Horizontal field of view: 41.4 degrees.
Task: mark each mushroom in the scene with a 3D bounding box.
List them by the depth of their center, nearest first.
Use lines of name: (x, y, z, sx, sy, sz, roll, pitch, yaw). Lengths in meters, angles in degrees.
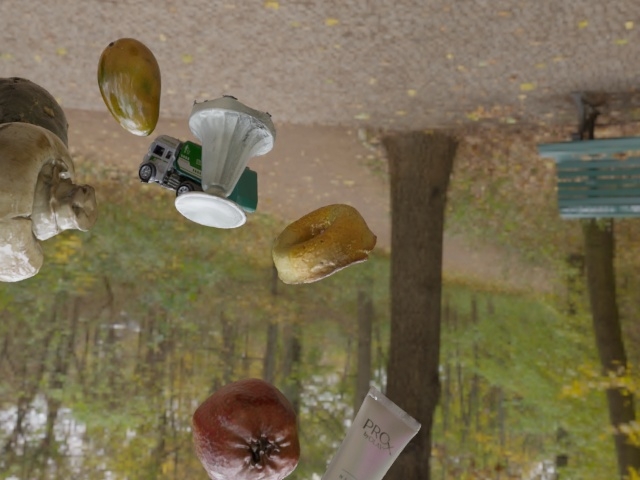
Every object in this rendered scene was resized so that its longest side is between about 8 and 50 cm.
mushroom: (-0.466, -0.076, 1.313, 0.195, 0.253, 0.189, 4, 151, 10)

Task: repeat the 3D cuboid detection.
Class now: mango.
mango: (-0.323, -0.262, 1.440, 0.111, 0.163, 0.089, 1, 178, -42)

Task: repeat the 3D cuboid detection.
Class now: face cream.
face cream: (0.039, 0.319, 1.120, 0.092, 0.243, 0.058, 40, 158, -12)

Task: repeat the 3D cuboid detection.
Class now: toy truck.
toy truck: (-0.237, -0.123, 1.672, 0.253, 0.124, 0.114, 29, -175, 28)

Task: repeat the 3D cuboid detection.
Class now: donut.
donut: (0.000, 0.000, 1.501, 0.190, 0.074, 0.174, -22, -154, 3)

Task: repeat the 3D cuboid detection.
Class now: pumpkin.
pumpkin: (-0.642, -0.174, 1.697, 0.292, 0.327, 0.257, -28, 135, -6)

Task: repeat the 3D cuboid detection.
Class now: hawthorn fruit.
hawthorn fruit: (-0.146, 0.356, 1.577, 0.205, 0.205, 0.253, 5, -178, -24)

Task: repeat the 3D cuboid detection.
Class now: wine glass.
wine glass: (-0.175, -0.134, 1.509, 0.165, 0.196, 0.165, 11, 158, 4)
